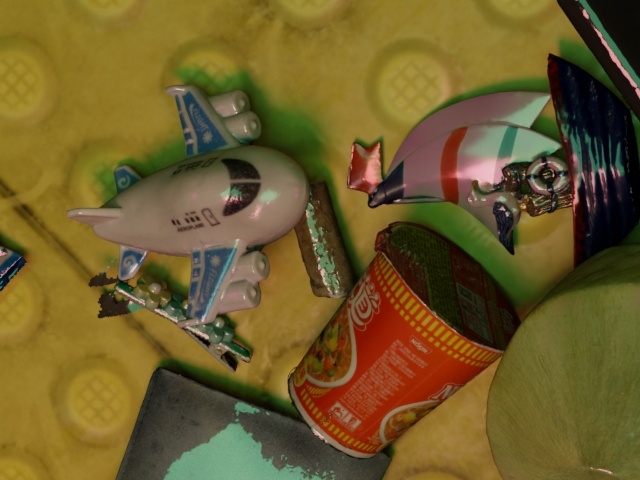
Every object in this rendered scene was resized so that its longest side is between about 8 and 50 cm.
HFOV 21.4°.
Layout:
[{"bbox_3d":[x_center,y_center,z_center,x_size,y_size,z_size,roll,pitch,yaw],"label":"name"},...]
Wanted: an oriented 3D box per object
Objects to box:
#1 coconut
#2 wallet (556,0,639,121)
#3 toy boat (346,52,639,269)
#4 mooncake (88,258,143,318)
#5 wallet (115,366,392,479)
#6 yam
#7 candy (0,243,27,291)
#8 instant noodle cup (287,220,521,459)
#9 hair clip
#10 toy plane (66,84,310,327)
[{"bbox_3d":[0.312,0.154,1.656,0.328,0.328,0.281,-25,97,15],"label":"coconut"},{"bbox_3d":[0.415,-0.127,1.659,0.406,0.228,0.062,53,145,-2],"label":"wallet"},{"bbox_3d":[0.195,-0.098,1.785,0.318,0.072,0.219,20,107,17],"label":"toy boat"},{"bbox_3d":[-0.333,-0.044,1.897,0.150,0.057,0.347,-30,92,13],"label":"mooncake"},{"bbox_3d":[-0.095,0.304,1.884,0.290,0.054,0.251,19,84,9],"label":"wallet"},{"bbox_3d":[0.000,0.000,1.839,0.054,0.054,0.132,-14,98,14],"label":"yam"},{"bbox_3d":[-0.408,0.009,1.932,0.136,0.038,0.088,45,103,10],"label":"candy"},{"bbox_3d":[0.075,0.116,1.790,0.193,0.193,0.212,42,114,1],"label":"instant noodle cup"},{"bbox_3d":[-0.149,0.084,1.883,0.173,0.049,0.049,34,106,-11],"label":"hair clip"},{"bbox_3d":[-0.134,-0.038,1.809,0.266,0.122,0.267,-5,79,27],"label":"toy plane"}]
